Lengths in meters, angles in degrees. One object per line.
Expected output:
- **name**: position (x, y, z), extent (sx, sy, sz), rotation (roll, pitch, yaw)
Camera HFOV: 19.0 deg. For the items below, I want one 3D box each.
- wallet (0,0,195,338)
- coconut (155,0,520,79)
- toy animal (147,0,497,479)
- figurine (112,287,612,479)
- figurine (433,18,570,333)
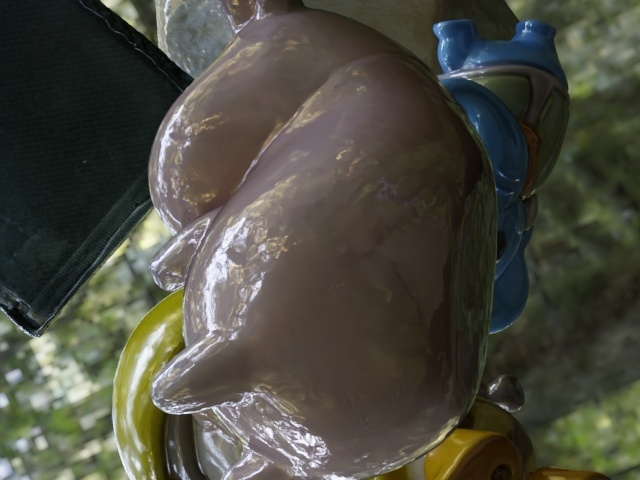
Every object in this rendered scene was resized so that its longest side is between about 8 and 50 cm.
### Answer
- **wallet**: position (-0.269, -0.121, 1.476), extent (0.342, 0.237, 0.075), rotation (41, -169, -2)
- **coconut**: position (0.023, -0.167, 1.602), extent (0.329, 0.329, 0.329), rotation (48, -152, -36)
- **toy animal**: position (0.002, -0.009, 0.837), extent (0.250, 0.154, 0.166), rotation (-101, -11, -49)
- **figurine**: position (0.020, 0.123, 1.114), extent (0.215, 0.343, 0.187), rotation (43, -108, -34)
- **figurine**: position (0.086, -0.049, 1.384), extent (0.180, 0.154, 0.262), rotation (22, -100, -53)
